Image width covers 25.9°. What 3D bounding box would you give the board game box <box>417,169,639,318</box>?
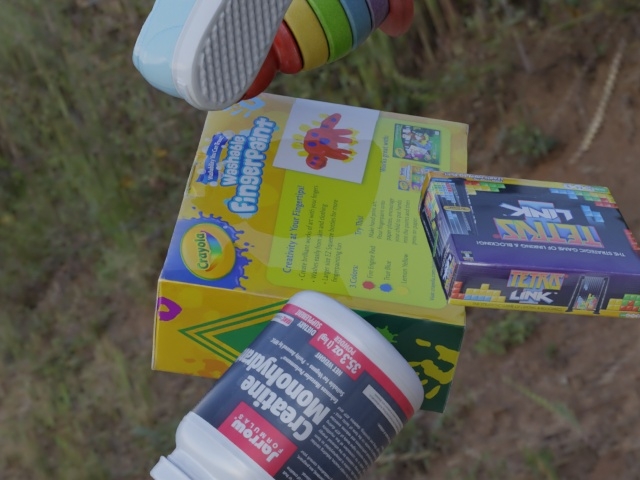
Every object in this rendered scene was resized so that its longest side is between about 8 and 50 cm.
[{"bbox_3d":[0.179,0.002,1.178,0.170,0.048,0.141,4,33,-12],"label":"board game box"}]

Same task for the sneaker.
[{"bbox_3d":[-0.090,-0.318,1.482,0.150,0.366,0.135,22,-14,36],"label":"sneaker"}]

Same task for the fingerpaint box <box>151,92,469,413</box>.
[{"bbox_3d":[0.000,0.000,1.835,0.371,0.163,0.444,8,38,-1],"label":"fingerpaint box"}]

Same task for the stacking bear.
[{"bbox_3d":[-0.035,-0.290,1.846,0.289,0.175,0.164,-35,-4,-14],"label":"stacking bear"}]

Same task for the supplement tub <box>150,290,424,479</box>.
[{"bbox_3d":[-0.035,0.209,1.530,0.272,0.191,0.191,-48,9,-12],"label":"supplement tub"}]
